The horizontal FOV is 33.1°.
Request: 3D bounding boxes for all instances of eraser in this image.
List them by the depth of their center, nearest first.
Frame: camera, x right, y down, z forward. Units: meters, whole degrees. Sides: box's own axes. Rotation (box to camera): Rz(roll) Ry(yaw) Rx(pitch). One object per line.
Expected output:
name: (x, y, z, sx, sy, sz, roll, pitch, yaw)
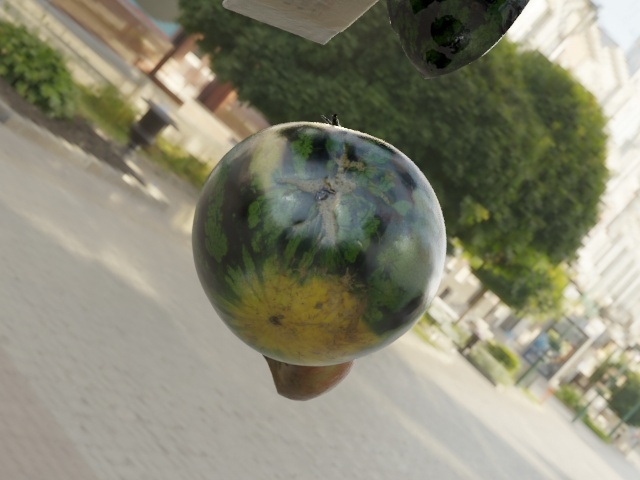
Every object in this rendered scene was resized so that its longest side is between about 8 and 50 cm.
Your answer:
eraser: (0.002, -0.299, 1.122, 0.144, 0.078, 0.343, 18, -10, -15)

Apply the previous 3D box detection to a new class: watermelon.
watermelon: (-0.001, 0.005, 1.134, 0.269, 0.269, 0.269, 42, 4, -3)
watermelon: (0.154, -0.315, 1.339, 0.145, 0.193, 0.137, 37, 29, -29)

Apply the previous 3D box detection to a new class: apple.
apple: (-0.021, 0.103, 1.380, 0.173, 0.160, 0.195, -79, 157, -53)
